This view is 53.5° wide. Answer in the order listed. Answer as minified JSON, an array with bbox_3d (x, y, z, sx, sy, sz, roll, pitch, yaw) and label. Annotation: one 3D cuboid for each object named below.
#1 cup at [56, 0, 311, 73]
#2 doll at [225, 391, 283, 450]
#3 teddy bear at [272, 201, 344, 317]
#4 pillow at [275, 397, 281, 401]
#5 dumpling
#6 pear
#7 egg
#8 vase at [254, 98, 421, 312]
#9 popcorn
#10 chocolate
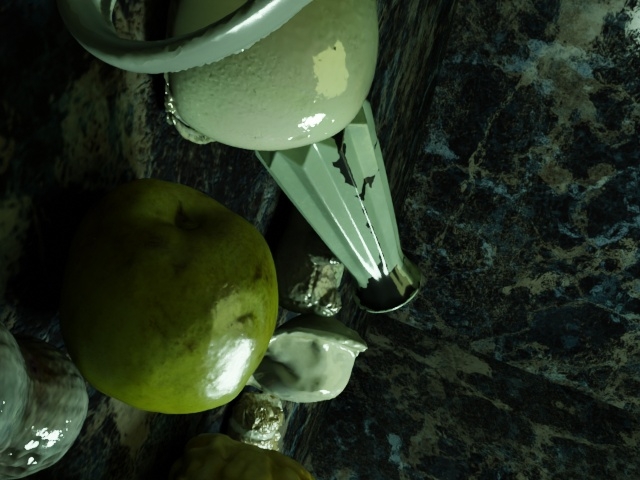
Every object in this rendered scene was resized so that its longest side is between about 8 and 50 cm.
[{"bbox_3d":[-0.034,-0.228,0.349,0.301,0.257,0.227,-69,166,6],"label":"cup"},{"bbox_3d":[-0.137,0.395,1.268,0.115,0.105,0.221,-30,140,-47],"label":"doll"},{"bbox_3d":[-0.001,0.001,1.121,0.236,0.151,0.267,-165,-82,-81],"label":"teddy bear"},{"bbox_3d":[-0.112,0.370,1.500,0.113,0.038,0.203,99,17,-44],"label":"pillow"},{"bbox_3d":[-0.056,0.226,1.150,0.227,0.175,0.243,9,116,-41],"label":"dumpling"},{"bbox_3d":[-0.130,0.048,0.548,0.200,0.200,0.200,21,90,-78],"label":"pear"},{"bbox_3d":[-0.020,-0.215,0.624,0.264,0.174,0.286,84,26,-72],"label":"egg"},{"bbox_3d":[0.039,-0.055,0.898,0.165,0.165,0.360,-61,137,-35],"label":"vase"},{"bbox_3d":[-0.109,0.489,0.980,0.354,0.390,0.344,-2,98,-43],"label":"popcorn"},{"bbox_3d":[-0.224,0.099,0.408,0.248,0.110,0.110,89,24,-72],"label":"chocolate"}]
